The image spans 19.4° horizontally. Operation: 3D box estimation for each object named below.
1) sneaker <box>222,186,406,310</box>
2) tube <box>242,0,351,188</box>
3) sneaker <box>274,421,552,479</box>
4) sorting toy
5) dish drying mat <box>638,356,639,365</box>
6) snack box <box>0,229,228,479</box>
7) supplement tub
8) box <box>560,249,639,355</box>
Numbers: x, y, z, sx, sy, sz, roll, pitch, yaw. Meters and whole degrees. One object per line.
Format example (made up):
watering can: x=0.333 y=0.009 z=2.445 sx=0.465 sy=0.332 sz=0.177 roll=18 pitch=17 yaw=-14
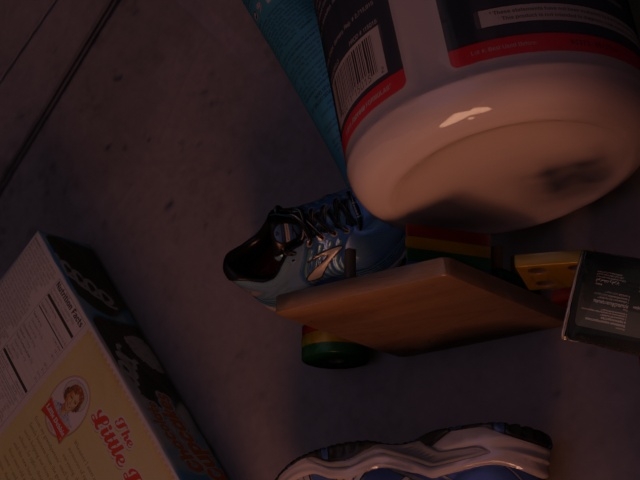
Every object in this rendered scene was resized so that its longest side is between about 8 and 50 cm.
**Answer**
sneaker: x=0.000 y=0.000 z=1.275 sx=0.162 sy=0.073 sz=0.063 roll=-33 pitch=58 yaw=30
tube: x=0.001 y=-0.134 z=1.336 sx=0.080 sy=0.052 sz=0.207 roll=-48 pitch=57 yaw=26
sneaker: x=0.049 y=0.170 z=1.178 sx=0.211 sy=0.080 sz=0.081 roll=-17 pitch=63 yaw=38
sorting toy: x=0.070 y=0.027 z=1.166 sx=0.274 sy=0.132 sz=0.046 roll=-14 pitch=67 yaw=38
dish drying mat: x=0.225 y=0.063 z=1.106 sx=0.083 sy=0.008 sz=0.032 roll=-27 pitch=62 yaw=32
snack box: x=-0.182 y=0.167 z=1.393 sx=0.187 sy=0.060 sz=0.322 roll=-50 pitch=51 yaw=19
supplement tub: x=0.089 y=-0.157 z=1.165 sx=0.191 sy=0.191 sz=0.272 roll=-27 pitch=61 yaw=33
box: x=0.263 y=0.055 z=0.956 sx=0.220 sy=0.175 sz=0.051 roll=11 pitch=89 yaw=39
